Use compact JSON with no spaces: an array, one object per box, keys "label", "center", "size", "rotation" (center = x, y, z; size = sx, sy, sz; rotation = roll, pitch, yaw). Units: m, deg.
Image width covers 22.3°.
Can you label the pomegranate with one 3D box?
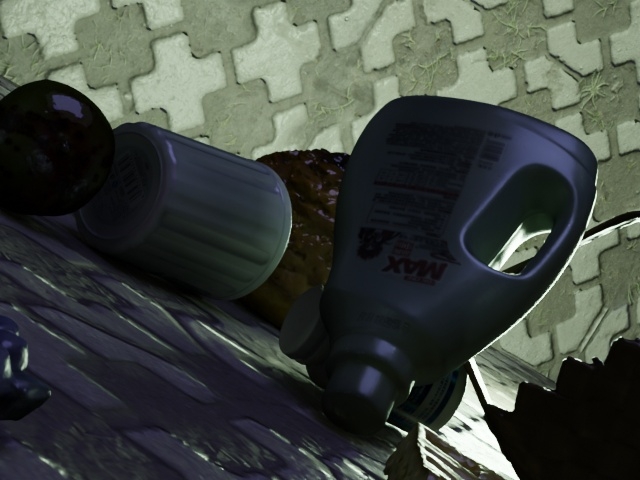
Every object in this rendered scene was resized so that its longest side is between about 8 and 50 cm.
[{"label":"pomegranate","center":[-0.296,-0.094,1.664],"size":[0.169,0.148,0.148],"rotation":[2,-16,37]}]

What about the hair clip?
[{"label":"hair clip","center":[-0.231,0.050,0.893],"size":[0.195,0.052,0.124],"rotation":[25,6,20]}]

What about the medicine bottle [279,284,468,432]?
[{"label":"medicine bottle","center":[0.055,0.126,1.732],"size":[0.191,0.107,0.107],"rotation":[30,4,-23]}]

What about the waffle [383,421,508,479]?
[{"label":"waffle","center":[0.134,0.229,1.320],"size":[0.168,0.057,0.274],"rotation":[32,3,1]}]

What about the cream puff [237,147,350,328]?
[{"label":"cream puff","center":[0.000,0.000,2.100],"size":[0.343,0.231,0.327],"rotation":[31,7,-8]}]

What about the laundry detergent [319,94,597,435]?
[{"label":"laundry detergent","center":[0.115,0.028,1.639],"size":[0.264,0.398,0.125],"rotation":[12,-42,17]}]

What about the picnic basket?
[{"label":"picnic basket","center":[0.298,0.155,1.681],"size":[0.321,0.254,0.291],"rotation":[67,14,16]}]

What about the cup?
[{"label":"cup","center":[-0.176,-0.022,1.809],"size":[0.202,0.221,0.167],"rotation":[23,43,-51]}]
